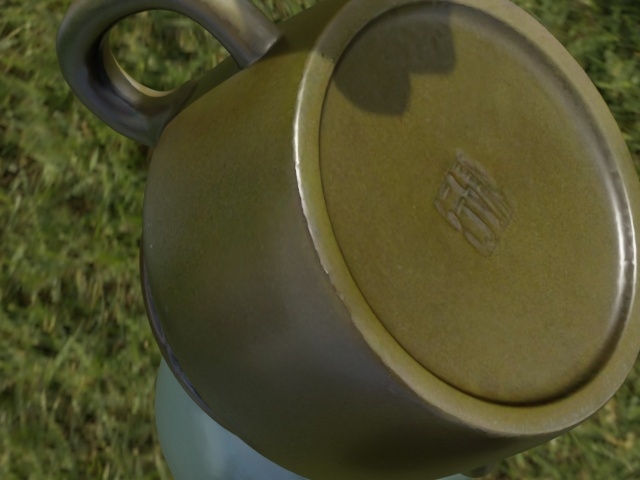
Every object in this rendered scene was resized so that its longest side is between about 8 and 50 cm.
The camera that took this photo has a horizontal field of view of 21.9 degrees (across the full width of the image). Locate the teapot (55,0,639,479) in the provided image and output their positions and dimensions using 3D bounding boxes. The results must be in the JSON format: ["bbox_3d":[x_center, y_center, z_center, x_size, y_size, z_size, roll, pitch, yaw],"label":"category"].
[{"bbox_3d":[0.000,0.000,0.653,0.267,0.185,0.175,46,138,-17],"label":"teapot"}]

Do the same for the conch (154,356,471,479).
[{"bbox_3d":[0.010,0.082,0.879,0.185,0.121,0.221,26,116,-13],"label":"conch"}]
